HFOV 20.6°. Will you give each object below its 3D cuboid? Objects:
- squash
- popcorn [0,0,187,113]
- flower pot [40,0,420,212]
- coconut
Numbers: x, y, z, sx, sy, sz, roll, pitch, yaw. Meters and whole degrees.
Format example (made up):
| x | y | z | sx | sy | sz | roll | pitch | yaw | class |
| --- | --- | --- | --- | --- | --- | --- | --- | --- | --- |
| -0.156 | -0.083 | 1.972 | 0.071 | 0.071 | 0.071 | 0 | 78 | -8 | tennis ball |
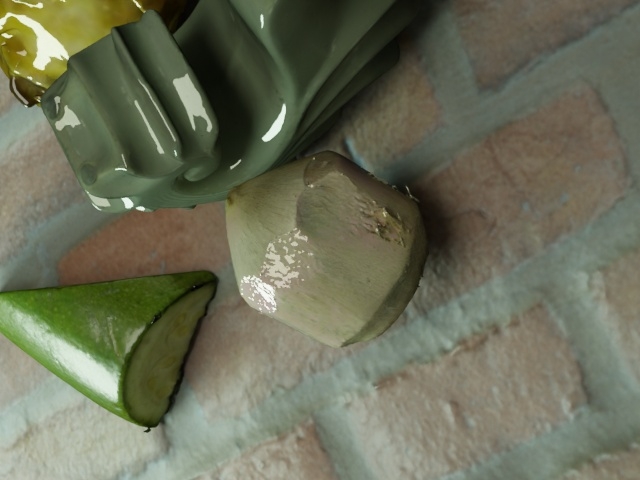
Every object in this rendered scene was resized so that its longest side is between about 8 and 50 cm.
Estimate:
| x | y | z | sx | sy | sz | roll | pitch | yaw | class |
| --- | --- | --- | --- | --- | --- | --- | --- | --- | --- |
| -0.266 | 0.060 | 1.851 | 0.288 | 0.111 | 0.203 | 36 | 115 | 31 | squash |
| -0.241 | -0.248 | 1.721 | 0.250 | 0.190 | 0.250 | 15 | 125 | 22 | popcorn |
| -0.064 | -0.169 | 1.567 | 0.367 | 0.254 | 0.164 | -42 | 70 | 32 | flower pot |
| 0.000 | 0.000 | 1.575 | 0.183 | 0.171 | 0.171 | 31 | 123 | -16 | coconut |
